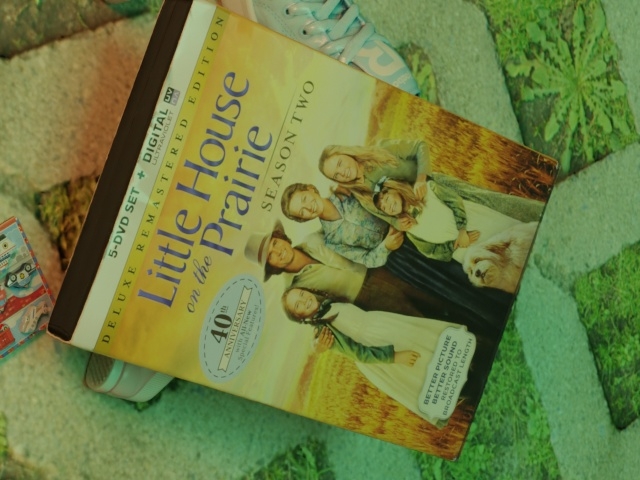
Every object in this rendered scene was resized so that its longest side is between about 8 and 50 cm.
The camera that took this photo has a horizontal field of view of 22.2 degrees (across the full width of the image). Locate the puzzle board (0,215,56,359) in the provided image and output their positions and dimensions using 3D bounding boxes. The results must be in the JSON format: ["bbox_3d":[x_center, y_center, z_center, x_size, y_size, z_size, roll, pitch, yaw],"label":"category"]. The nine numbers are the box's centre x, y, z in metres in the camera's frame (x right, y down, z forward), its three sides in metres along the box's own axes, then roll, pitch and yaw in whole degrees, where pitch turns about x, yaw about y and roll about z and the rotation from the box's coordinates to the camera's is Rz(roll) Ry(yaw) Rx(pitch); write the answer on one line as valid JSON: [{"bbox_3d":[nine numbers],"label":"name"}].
[{"bbox_3d":[-0.273,0.051,1.326,0.128,0.011,0.096,-38,116,-41],"label":"puzzle board"}]

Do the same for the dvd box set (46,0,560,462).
[{"bbox_3d":[0.000,0.000,1.435,0.420,0.062,0.308,22,87,-32],"label":"dvd box set"}]

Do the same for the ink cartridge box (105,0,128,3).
[{"bbox_3d":[-0.202,-0.345,1.386,0.206,0.045,0.208,38,63,-39],"label":"ink cartridge box"}]

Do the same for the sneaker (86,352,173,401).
[{"bbox_3d":[-0.151,0.078,1.425,0.070,0.051,0.134,29,76,-38],"label":"sneaker"}]

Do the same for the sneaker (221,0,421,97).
[{"bbox_3d":[0.027,-0.173,1.549,0.135,0.150,0.366,-43,119,-40],"label":"sneaker"}]
